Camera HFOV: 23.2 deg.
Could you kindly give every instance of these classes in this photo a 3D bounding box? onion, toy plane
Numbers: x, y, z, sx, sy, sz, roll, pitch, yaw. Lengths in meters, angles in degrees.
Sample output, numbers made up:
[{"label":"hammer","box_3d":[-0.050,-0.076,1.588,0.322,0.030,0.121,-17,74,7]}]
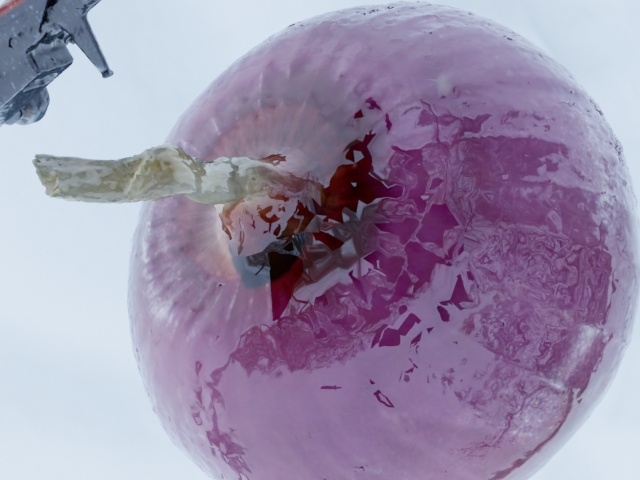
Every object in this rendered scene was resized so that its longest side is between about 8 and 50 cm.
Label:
[{"label":"onion","box_3d":[0.031,0.011,1.007,0.358,0.345,0.358,-2,80,9]},{"label":"toy plane","box_3d":[-0.124,-0.078,0.632,0.189,0.130,0.061,-16,97,35]}]
